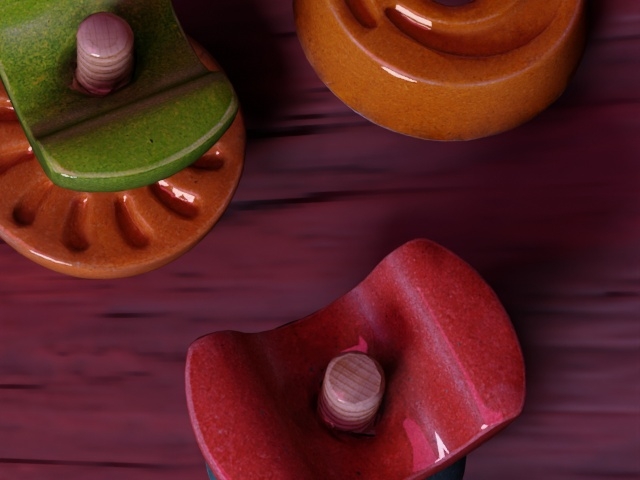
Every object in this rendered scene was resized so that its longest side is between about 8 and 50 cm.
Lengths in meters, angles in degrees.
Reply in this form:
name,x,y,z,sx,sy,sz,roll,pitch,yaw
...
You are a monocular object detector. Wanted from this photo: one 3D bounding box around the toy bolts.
name,x,y,z,sx,sy,sz,roll,pitch,yaw
toy bolts,0.000,0.000,0.635,0.218,0.158,0.228,-19,71,-12
